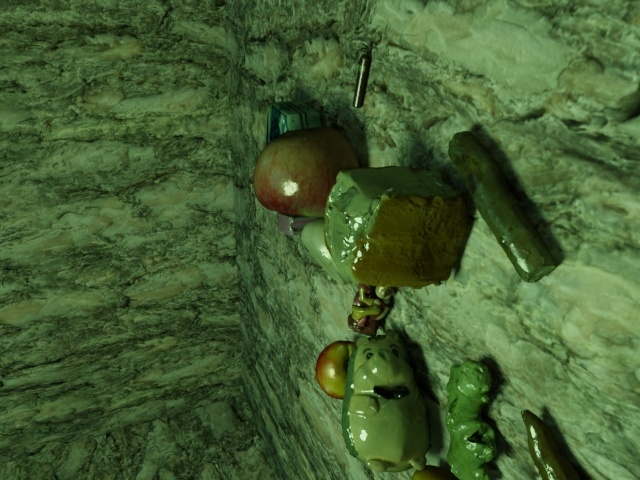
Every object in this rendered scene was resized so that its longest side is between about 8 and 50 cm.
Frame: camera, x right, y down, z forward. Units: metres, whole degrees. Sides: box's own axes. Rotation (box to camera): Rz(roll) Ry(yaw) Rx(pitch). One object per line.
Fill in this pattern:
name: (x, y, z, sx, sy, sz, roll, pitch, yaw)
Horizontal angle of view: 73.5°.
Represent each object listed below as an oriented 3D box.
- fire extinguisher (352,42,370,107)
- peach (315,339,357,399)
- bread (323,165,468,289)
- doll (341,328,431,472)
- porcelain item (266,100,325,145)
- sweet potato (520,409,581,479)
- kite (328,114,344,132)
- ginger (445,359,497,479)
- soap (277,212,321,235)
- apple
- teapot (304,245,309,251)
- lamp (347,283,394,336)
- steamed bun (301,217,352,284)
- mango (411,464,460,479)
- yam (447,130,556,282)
fire extinguisher: (0.115, -0.461, 1.199, 0.049, 0.035, 0.173, -65, -13, -53)
peach: (0.074, 0.429, 1.419, 0.192, 0.190, 0.190, 122, 134, -57)
bread: (0.155, -0.037, 0.968, 0.225, 0.278, 0.250, -112, 24, -60)
doll: (0.171, 0.423, 1.147, 0.247, 0.247, 0.350, 122, 150, -57)
porcelain item: (-0.099, -0.350, 1.575, 0.286, 0.157, 0.282, -127, 35, -49)
sweet potato: (0.428, 0.434, 0.751, 0.274, 0.067, 0.067, 70, 154, 21)
kite: (0.049, -0.371, 1.410, 0.122, 0.004, 0.090, -133, 40, -52)
ginger: (0.331, 0.397, 0.939, 0.137, 0.089, 0.290, -153, 60, -84)
soap: (-0.032, -0.067, 1.459, 0.122, 0.203, 0.066, 24, 120, 62)
apple: (-0.046, -0.214, 1.307, 0.344, 0.344, 0.270, -155, 69, -63)
teapot: (-0.001, 0.009, 1.531, 0.149, 0.108, 0.111, -138, 43, -57)
lamp: (0.151, 0.168, 1.244, 0.118, 0.118, 0.253, 56, 143, 44)
steamed bun: (0.054, 0.018, 1.328, 0.232, 0.145, 0.232, 48, 173, 8)
mango: (0.298, 0.598, 1.019, 0.227, 0.136, 0.099, 118, 176, -65)
yam: (0.327, -0.072, 0.796, 0.318, 0.071, 0.067, 69, -169, 25)
